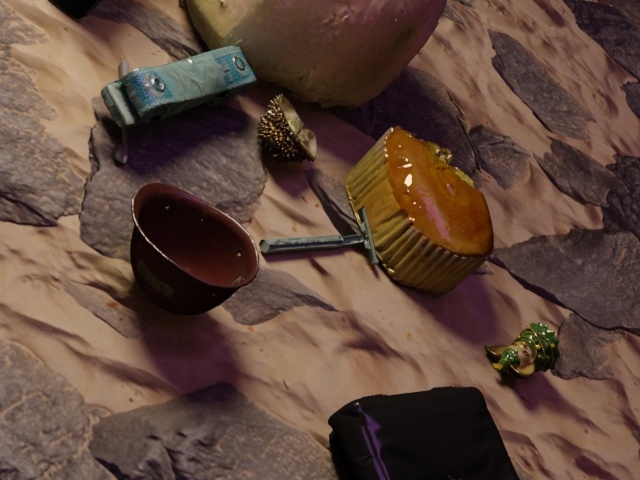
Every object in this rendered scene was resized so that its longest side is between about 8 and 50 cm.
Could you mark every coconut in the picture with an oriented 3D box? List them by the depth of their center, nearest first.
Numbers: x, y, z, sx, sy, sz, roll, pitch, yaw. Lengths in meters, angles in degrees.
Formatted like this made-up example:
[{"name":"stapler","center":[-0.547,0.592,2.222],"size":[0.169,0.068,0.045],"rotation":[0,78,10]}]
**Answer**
[{"name":"coconut","center":[0.013,-0.430,2.086],"size":[0.405,0.404,0.404],"rotation":[27,38,-24]}]

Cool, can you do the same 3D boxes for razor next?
[{"name":"razor","center":[-0.005,0.002,1.919],"size":[0.211,0.036,0.084],"rotation":[-5,78,-43]}]

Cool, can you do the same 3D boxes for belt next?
[{"name":"belt","center":[-0.189,-0.207,1.879],"size":[0.302,0.087,0.072],"rotation":[-27,92,-58]}]

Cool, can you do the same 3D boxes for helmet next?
[{"name":"helmet","center":[-0.172,0.023,1.653],"size":[0.175,0.106,0.155],"rotation":[41,32,4]}]

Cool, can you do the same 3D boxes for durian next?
[{"name":"durian","center":[-0.053,-0.144,1.976],"size":[0.110,0.071,0.140],"rotation":[53,9,-13]}]

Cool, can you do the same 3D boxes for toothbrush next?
[{"name":"toothbrush","center":[-0.262,-0.171,1.839],"size":[0.017,0.014,0.194],"rotation":[25,39,-28]}]

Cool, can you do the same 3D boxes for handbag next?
[{"name":"handbag","center":[0.143,0.301,1.717],"size":[0.275,0.088,0.244],"rotation":[3,55,-49]}]

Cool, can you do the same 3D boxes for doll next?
[{"name":"doll","center":[0.293,0.178,2.037],"size":[0.113,0.076,0.078],"rotation":[-32,50,-26]}]

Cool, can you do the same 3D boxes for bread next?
[{"name":"bread","center":[0.152,-0.048,2.045],"size":[0.179,0.133,0.250],"rotation":[9,47,-36]}]

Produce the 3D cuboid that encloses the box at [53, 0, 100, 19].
[{"name":"box","center":[-0.278,-0.432,1.957],"size":[0.071,0.168,0.259],"rotation":[40,34,-12]}]
